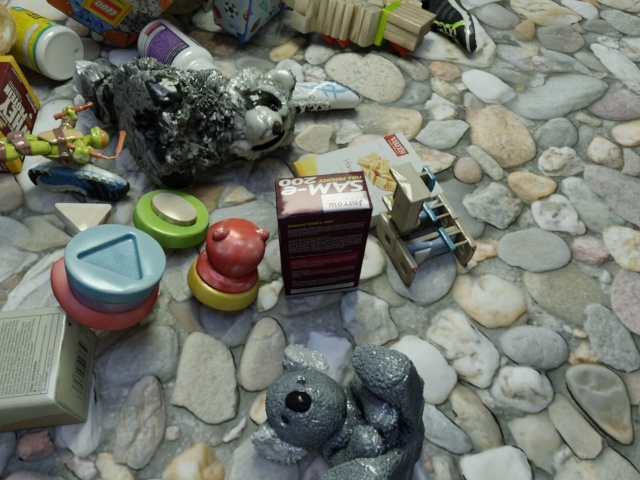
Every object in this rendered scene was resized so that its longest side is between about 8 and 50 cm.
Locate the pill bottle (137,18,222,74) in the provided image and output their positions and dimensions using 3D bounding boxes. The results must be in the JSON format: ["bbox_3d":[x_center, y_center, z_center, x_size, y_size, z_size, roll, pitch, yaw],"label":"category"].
[{"bbox_3d":[-0.301,-0.389,1.086,0.108,0.108,0.193,-37,66,-23],"label":"pill bottle"}]

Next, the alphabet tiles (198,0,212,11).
[{"bbox_3d":[-0.242,-0.756,1.215,0.011,0.342,0.285,-2,51,-44],"label":"alphabet tiles"}]

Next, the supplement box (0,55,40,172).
[{"bbox_3d":[-0.686,-0.241,0.963,0.192,0.129,0.194,-3,58,-5],"label":"supplement box"}]

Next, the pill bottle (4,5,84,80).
[{"bbox_3d":[-0.644,-0.445,1.102,0.209,0.117,0.117,26,60,14],"label":"pill bottle"}]

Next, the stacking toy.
[{"bbox_3d":[-0.254,-0.016,0.779,0.309,0.130,0.279,-9,50,-37],"label":"stacking toy"}]

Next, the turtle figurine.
[{"bbox_3d":[-0.477,-0.179,0.888,0.218,0.087,0.269,-11,39,-31],"label":"turtle figurine"}]

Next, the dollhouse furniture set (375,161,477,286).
[{"bbox_3d":[0.187,-0.033,0.834,0.130,0.183,0.128,-18,60,-14],"label":"dollhouse furniture set"}]

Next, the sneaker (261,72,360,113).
[{"bbox_3d":[-0.034,-0.301,1.067,0.238,0.085,0.086,5,84,-3],"label":"sneaker"}]

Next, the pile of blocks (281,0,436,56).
[{"bbox_3d":[0.086,-0.524,1.197,0.363,0.112,0.148,13,45,-3],"label":"pile of blocks"}]

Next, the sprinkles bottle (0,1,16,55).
[{"bbox_3d":[-0.793,-0.452,1.040,0.356,0.121,0.121,14,56,28],"label":"sprinkles bottle"}]

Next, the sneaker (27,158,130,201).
[{"bbox_3d":[-0.446,-0.132,0.942,0.191,0.071,0.082,12,52,5],"label":"sneaker"}]

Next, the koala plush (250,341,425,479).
[{"bbox_3d":[0.018,0.243,0.680,0.222,0.203,0.196,6,68,26],"label":"koala plush"}]

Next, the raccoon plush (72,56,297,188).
[{"bbox_3d":[-0.249,-0.297,0.970,0.299,0.216,0.446,-27,61,-35],"label":"raccoon plush"}]

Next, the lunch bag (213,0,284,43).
[{"bbox_3d":[-0.129,-0.616,1.121,0.115,0.303,0.243,38,60,-1],"label":"lunch bag"}]

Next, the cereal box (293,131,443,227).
[{"bbox_3d":[0.089,-0.109,0.959,0.240,0.047,0.172,-19,60,-14],"label":"cereal box"}]

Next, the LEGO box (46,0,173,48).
[{"bbox_3d":[-0.373,-0.747,1.098,0.193,0.373,0.499,26,61,-40],"label":"LEGO box"}]

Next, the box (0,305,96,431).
[{"bbox_3d":[-0.501,0.192,0.700,0.312,0.121,0.147,-4,58,-5],"label":"box"}]

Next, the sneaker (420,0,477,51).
[{"bbox_3d":[0.314,-0.542,1.243,0.097,0.084,0.234,-22,57,11],"label":"sneaker"}]

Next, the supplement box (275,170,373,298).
[{"bbox_3d":[0.000,0.000,0.772,0.131,0.239,0.073,-6,58,-7],"label":"supplement box"}]
